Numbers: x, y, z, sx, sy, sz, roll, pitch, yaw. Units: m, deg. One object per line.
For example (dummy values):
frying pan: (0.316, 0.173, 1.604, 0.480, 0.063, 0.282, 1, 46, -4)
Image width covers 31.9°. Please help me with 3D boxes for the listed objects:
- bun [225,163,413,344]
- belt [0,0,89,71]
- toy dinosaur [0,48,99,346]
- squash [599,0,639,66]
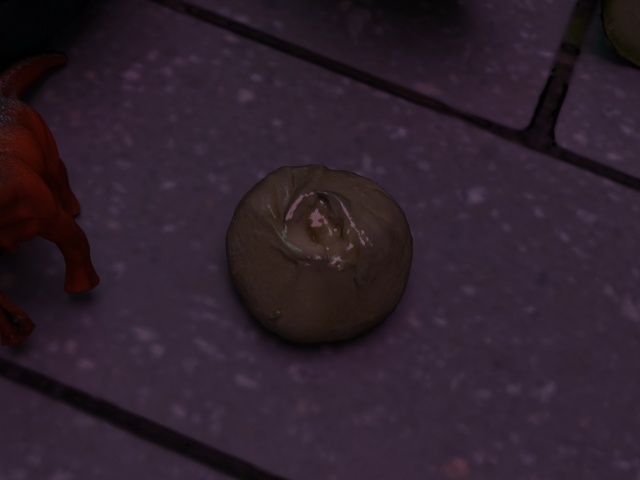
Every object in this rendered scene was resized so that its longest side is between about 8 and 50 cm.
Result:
bun: (0.000, 0.000, 0.492, 0.086, 0.055, 0.086, 4, 57, -6)
belt: (-0.179, -0.196, 0.515, 0.206, 0.116, 0.267, 39, 72, -1)
toy dinosaur: (-0.127, -0.007, 0.444, 0.055, 0.101, 0.280, -17, 40, -1)
squash: (0.194, -0.199, 0.639, 0.094, 0.094, 0.224, 6, 51, -5)
